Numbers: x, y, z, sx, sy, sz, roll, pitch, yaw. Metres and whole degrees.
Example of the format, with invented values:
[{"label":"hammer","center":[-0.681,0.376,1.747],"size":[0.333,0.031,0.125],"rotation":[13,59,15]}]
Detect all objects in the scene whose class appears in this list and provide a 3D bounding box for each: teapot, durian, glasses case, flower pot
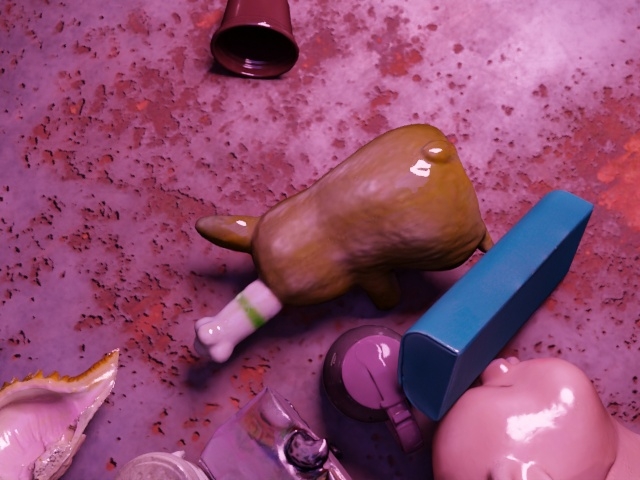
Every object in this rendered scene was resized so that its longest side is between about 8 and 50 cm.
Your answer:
[{"label":"teapot","center":[0.059,0.165,0.972],"size":[0.116,0.146,0.148],"rotation":[1,80,-1]},{"label":"durian","center":[-0.312,0.212,0.999],"size":[0.140,0.078,0.224],"rotation":[42,71,19]},{"label":"glasses case","center":[0.194,0.060,0.947],"size":[0.070,0.117,0.301],"rotation":[30,47,24]},{"label":"flower pot","center":[-0.079,-0.271,1.080],"size":[0.111,0.111,0.089],"rotation":[3,64,0]}]

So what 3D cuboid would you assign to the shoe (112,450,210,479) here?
[{"label":"shoe","center":[-0.144,0.371,0.932],"size":[0.124,0.159,0.316],"rotation":[-7,92,5]}]

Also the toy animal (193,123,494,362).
[{"label":"toy animal","center":[0.013,-0.001,1.003],"size":[0.363,0.180,0.181],"rotation":[-27,73,17]}]

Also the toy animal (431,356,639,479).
[{"label":"toy animal","center":[0.259,0.280,0.933],"size":[0.269,0.237,0.326],"rotation":[-14,76,-32]}]

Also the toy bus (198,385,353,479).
[{"label":"toy bus","center":[0.003,0.313,0.919],"size":[0.138,0.112,0.317],"rotation":[-38,61,-3]}]
